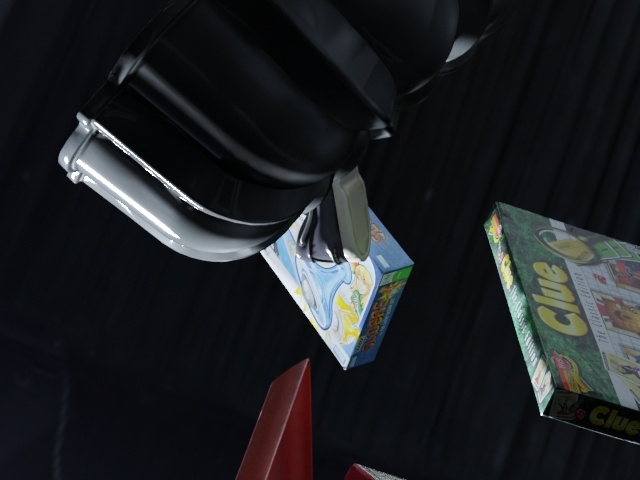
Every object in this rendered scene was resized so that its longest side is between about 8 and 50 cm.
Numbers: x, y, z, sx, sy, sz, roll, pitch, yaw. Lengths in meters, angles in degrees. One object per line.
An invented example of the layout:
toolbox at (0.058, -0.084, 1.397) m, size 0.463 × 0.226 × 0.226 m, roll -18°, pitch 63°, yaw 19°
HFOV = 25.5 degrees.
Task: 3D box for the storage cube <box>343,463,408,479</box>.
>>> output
storage cube at (0.104, 0.373, 1.481) m, size 0.215 × 0.193 × 0.183 m, roll 25°, pitch -178°, yaw -35°

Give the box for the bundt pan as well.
bundt pan at (0.002, -0.112, 0.866) m, size 0.124 × 0.331 × 0.331 m, roll 46°, pitch 169°, yaw 2°

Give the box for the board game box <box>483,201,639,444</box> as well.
board game box at (0.205, 0.060, 1.054) m, size 0.136 × 0.030 × 0.260 m, roll 14°, pitch -152°, yaw -12°

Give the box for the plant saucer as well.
plant saucer at (-0.063, 0.322, 1.805) m, size 0.047 × 0.259 × 0.258 m, roll 7°, pitch 130°, yaw 10°

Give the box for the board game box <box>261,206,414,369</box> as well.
board game box at (0.000, 0.000, 1.297) m, size 0.201 × 0.035 × 0.136 m, roll 52°, pitch 143°, yaw 31°

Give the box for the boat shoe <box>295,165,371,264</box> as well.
boat shoe at (-0.007, -0.079, 1.174) m, size 0.065 × 0.206 × 0.075 m, roll -8°, pitch -173°, yaw 20°
